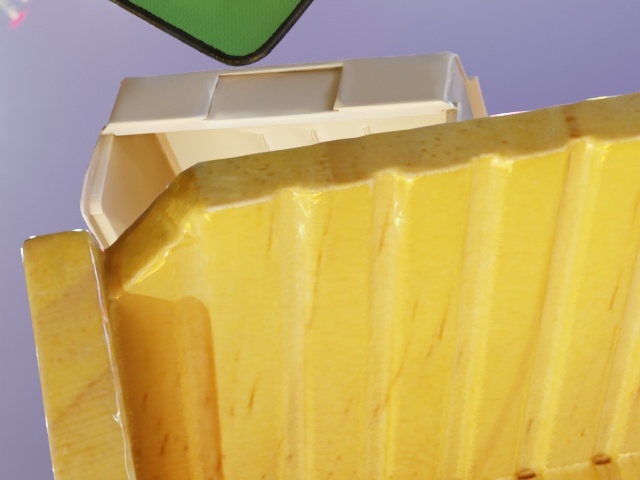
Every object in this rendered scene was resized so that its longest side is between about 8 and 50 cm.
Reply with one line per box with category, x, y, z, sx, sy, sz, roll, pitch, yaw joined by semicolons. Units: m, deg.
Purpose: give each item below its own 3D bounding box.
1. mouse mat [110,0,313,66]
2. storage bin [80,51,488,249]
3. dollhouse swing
mouse mat;-0.025;-0.168;0.685;0.152;0.007;0.189;32;-105;32
storage bin;0.000;0.000;1.161;0.262;0.260;0.123;-2;-130;18
dollhouse swing;0.087;0.167;0.624;0.347;0.315;0.305;-9;-131;-8
